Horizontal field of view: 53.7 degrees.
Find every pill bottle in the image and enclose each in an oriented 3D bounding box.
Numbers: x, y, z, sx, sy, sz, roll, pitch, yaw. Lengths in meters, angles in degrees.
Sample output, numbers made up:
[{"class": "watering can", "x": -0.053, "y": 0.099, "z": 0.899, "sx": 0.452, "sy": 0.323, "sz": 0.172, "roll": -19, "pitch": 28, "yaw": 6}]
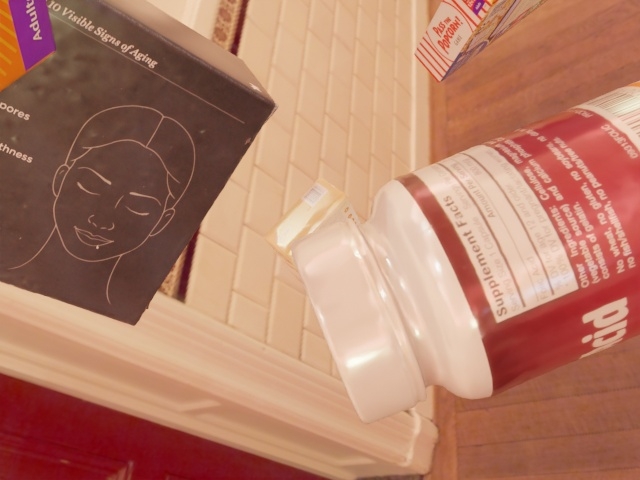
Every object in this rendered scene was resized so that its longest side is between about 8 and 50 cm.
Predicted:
[{"class": "pill bottle", "x": 0.186, "y": 0.015, "z": 0.608, "sx": 0.393, "sy": 0.224, "sz": 0.224, "roll": -22, "pitch": 44, "yaw": 0}]

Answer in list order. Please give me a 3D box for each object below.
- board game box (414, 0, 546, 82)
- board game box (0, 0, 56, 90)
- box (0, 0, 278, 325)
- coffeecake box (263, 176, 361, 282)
[{"class": "board game box", "x": 0.193, "y": -0.252, "z": 0.613, "sx": 0.194, "sy": 0.045, "sz": 0.147, "roll": -38, "pitch": -5, "yaw": -14}, {"class": "board game box", "x": -0.445, "y": -0.239, "z": 0.369, "sx": 0.357, "sy": 0.356, "sz": 0.356, "roll": 18, "pitch": 46, "yaw": 9}, {"class": "box", "x": -0.415, "y": -0.184, "z": 1.050, "sx": 0.471, "sy": 0.480, "sz": 0.297, "roll": -54, "pitch": 32, "yaw": 16}, {"class": "coffeecake box", "x": 0.000, "y": 0.000, "z": 1.110, "sx": 0.068, "sy": 0.185, "sz": 0.142, "roll": 37, "pitch": 79, "yaw": 29}]
